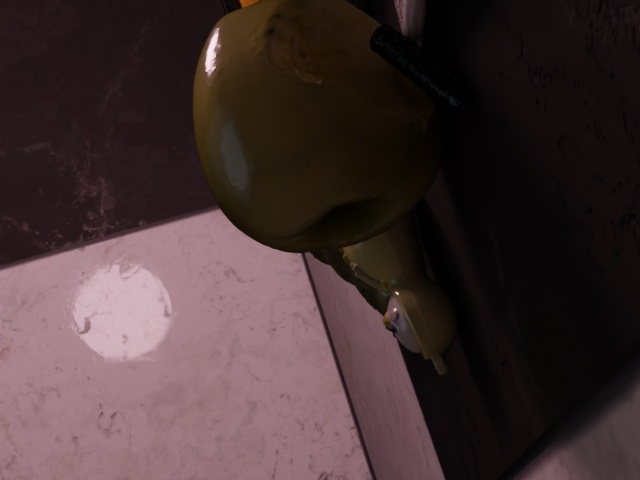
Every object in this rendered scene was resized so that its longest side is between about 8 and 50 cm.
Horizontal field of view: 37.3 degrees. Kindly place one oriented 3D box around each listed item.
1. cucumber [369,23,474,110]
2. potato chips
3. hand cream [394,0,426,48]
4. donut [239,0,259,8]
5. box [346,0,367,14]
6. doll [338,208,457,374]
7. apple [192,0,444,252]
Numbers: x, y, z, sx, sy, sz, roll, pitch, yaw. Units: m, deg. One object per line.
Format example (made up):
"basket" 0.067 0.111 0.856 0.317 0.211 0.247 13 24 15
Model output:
"cucumber" 0.099 -0.159 0.892 0.133 0.032 0.032 44 158 33
"potato chips" 0.001 0.001 1.539 0.373 0.097 0.389 36 173 2
"hand cream" 0.079 -0.261 0.849 0.336 0.076 0.121 70 -172 -80
"donut" -0.090 -0.479 1.612 0.303 0.110 0.303 163 90 -82
"box" 0.019 -0.342 1.231 0.270 0.045 0.211 84 169 -57
"doll" 0.090 0.033 1.202 0.141 0.117 0.297 82 171 -71
"apple" -0.006 -0.118 0.996 0.279 0.279 0.279 164 90 -84
